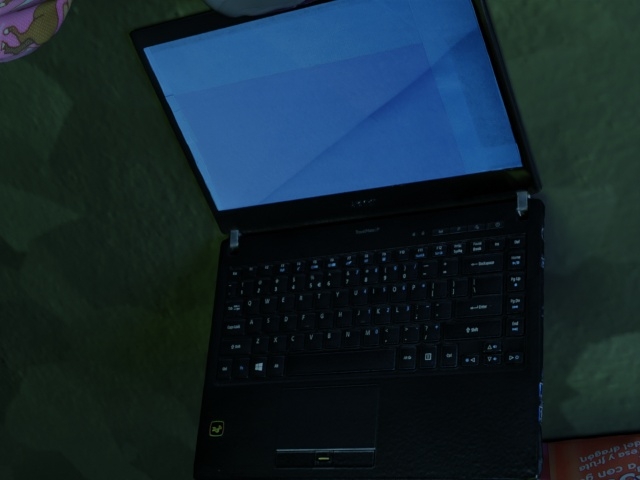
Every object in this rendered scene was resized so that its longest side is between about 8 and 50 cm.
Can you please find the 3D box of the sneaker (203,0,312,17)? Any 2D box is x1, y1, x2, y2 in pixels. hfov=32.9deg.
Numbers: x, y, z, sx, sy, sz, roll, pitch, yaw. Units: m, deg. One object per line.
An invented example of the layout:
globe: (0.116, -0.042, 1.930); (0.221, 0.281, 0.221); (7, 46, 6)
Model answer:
sneaker: (0.003, -0.169, 0.539); (0.224, 0.098, 0.083); (-23, 106, 35)

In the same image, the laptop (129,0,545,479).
laptop: (0.000, 0.000, 0.639); (0.234, 0.264, 0.136); (-7, 156, 30)

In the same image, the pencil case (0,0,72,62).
pencil case: (-0.094, -0.228, 0.498); (0.167, 0.160, 0.386); (27, 140, -37)

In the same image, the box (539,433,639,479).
box: (0.243, 0.288, 0.722); (0.142, 0.154, 0.300); (-13, 118, 32)
